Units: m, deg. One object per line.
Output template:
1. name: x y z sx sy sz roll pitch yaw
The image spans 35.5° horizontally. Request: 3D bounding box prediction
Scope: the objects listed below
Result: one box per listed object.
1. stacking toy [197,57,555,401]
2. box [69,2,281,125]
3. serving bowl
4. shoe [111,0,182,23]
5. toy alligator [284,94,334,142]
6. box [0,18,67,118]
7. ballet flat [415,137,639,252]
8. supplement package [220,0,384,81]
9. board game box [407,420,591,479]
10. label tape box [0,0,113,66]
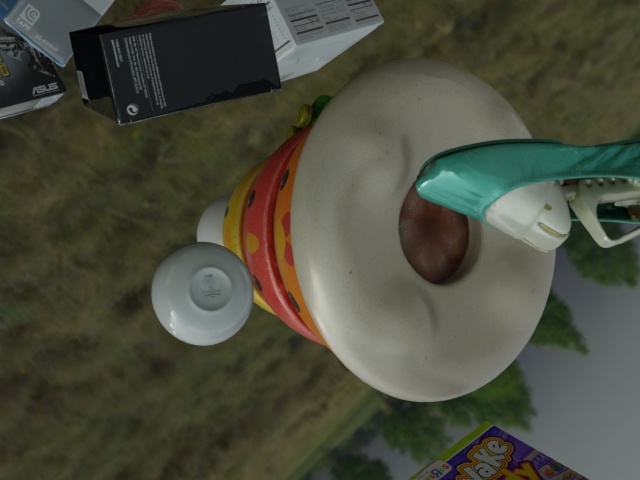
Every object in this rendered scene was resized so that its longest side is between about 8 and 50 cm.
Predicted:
1. stacking toy: 0.000 0.000 1.178 0.350 0.351 0.479 -39 -161 -32
2. box: -0.176 -0.210 1.156 0.184 0.103 0.261 -13 -164 -19
3. serving bowl: -0.090 0.040 0.788 0.083 0.083 0.027 -41 -175 -22
4. shoe: -0.318 -0.372 1.746 0.177 0.081 0.064 -16 130 -10
5. toy alligator: -0.016 -0.126 1.260 0.190 0.056 0.051 124 -22 -46
6. box: -0.550 -0.285 1.612 0.231 0.183 0.056 -25 178 -45
7. ballet flat: 0.202 -0.036 0.800 0.247 0.087 0.083 -5 150 -16
8. supplement package: -0.056 -0.391 1.819 0.204 0.145 0.261 -27 179 43
9. board game box: 0.139 0.318 0.891 0.347 0.233 0.078 -25 129 -42
10. label tape box: -0.336 -0.441 1.461 0.348 0.115 0.249 -50 -147 -1
